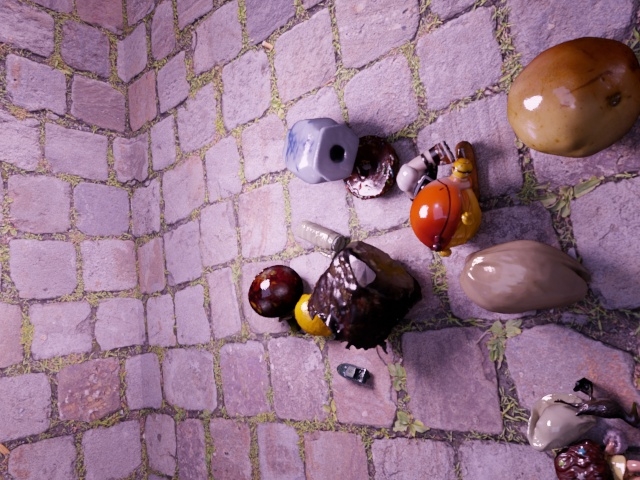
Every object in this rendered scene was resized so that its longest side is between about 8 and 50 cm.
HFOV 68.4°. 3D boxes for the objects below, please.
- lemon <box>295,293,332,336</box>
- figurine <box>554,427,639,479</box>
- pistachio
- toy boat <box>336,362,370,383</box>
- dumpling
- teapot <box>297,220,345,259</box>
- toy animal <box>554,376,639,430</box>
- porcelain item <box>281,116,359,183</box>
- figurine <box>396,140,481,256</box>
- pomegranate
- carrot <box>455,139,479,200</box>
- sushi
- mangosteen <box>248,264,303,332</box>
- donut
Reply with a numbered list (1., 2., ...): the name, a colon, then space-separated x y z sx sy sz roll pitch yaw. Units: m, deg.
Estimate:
1. lemon: -0.018 0.287 1.789 0.187 0.142 0.142 49 119 12
2. figurine: 0.708 0.567 1.164 0.240 0.115 0.175 -18 76 38
3. pistachio: 0.547 0.105 1.282 0.331 0.208 0.226 -6 128 26
4. toy boat: 0.112 0.481 1.722 0.141 0.060 0.055 3 66 46
5. dumpling: 0.623 0.475 1.259 0.169 0.099 0.134 -52 34 22
6. teapot: 0.000 0.000 1.830 0.200 0.077 0.107 23 106 39
7. toy animal: 0.710 0.419 1.185 0.202 0.070 0.105 25 76 31
8. porcelain item: -0.014 -0.327 1.721 0.405 0.178 0.243 -147 69 -66
9. figurine: 0.355 -0.105 1.420 0.320 0.196 0.323 105 152 -50
10. pomegranate: 0.627 -0.351 1.182 0.319 0.319 0.319 -3 86 41
11. carrot: 0.460 -0.191 1.461 0.059 0.059 0.248 -12 83 40
12. sushi: 0.149 0.182 1.557 0.294 0.299 0.281 -59 32 19
13. mangosteen: -0.153 0.236 1.879 0.231 0.231 0.289 -33 97 34
14. donut: 0.181 -0.255 1.680 0.235 0.089 0.235 -3 86 40
